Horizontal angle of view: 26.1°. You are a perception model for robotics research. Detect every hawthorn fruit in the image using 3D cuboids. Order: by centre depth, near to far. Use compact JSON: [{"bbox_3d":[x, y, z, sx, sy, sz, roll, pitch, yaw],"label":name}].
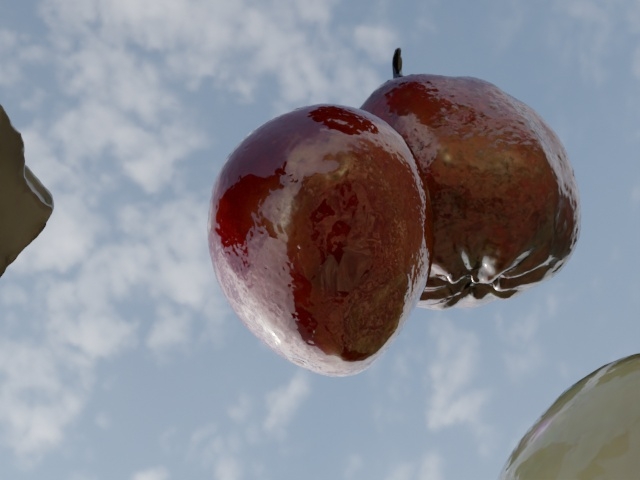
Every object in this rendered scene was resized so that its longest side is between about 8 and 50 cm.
[{"bbox_3d":[0.130,-0.081,1.437,0.254,0.254,0.300,12,-122,-46],"label":"hawthorn fruit"}]

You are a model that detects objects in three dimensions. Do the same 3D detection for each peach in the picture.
[{"bbox_3d":[0.000,0.000,1.211,0.243,0.199,0.244,-4,-90,-84],"label":"peach"}]

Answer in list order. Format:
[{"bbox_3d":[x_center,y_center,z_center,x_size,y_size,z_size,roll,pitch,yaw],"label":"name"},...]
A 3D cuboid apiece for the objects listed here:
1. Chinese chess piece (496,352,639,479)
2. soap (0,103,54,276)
[{"bbox_3d":[0.187,0.138,0.542,0.251,0.250,0.097,54,-136,-41],"label":"Chinese chess piece"},{"bbox_3d":[-0.458,-0.107,1.174,0.213,0.350,0.435,-54,-54,-22],"label":"soap"}]
